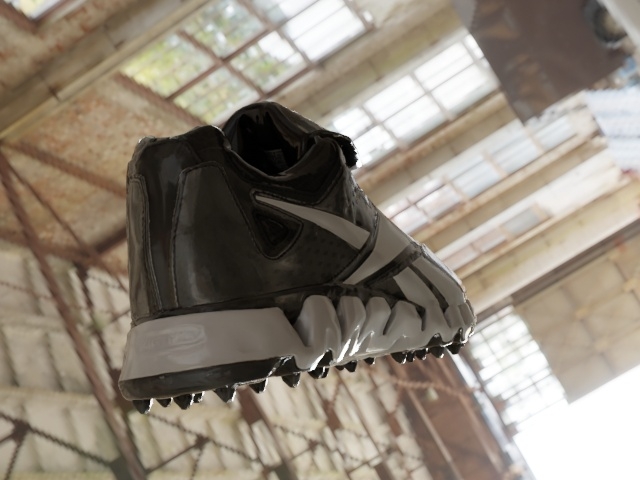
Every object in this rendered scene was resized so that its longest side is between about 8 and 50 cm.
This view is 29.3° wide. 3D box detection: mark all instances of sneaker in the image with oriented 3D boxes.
[{"bbox_3d":[0.000,0.000,0.470,0.234,0.078,0.106,1,-102,-64],"label":"sneaker"}]
